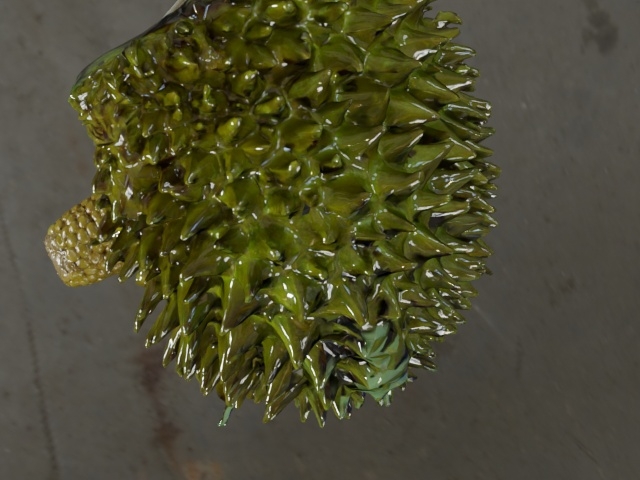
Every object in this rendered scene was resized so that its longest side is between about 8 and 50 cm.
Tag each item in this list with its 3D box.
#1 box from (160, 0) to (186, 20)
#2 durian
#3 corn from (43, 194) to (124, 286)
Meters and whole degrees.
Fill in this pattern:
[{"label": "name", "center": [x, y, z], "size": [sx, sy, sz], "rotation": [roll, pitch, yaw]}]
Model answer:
[{"label": "box", "center": [-0.127, -0.222, 1.802], "size": [0.122, 0.032, 0.220], "rotation": [35, 52, -1]}, {"label": "durian", "center": [0.007, 0.006, 0.503], "size": [0.137, 0.221, 0.095], "rotation": [-25, 65, -4]}, {"label": "corn", "center": [-0.173, -0.049, 1.853], "size": [0.321, 0.119, 0.119], "rotation": [-31, 63, -3]}]
